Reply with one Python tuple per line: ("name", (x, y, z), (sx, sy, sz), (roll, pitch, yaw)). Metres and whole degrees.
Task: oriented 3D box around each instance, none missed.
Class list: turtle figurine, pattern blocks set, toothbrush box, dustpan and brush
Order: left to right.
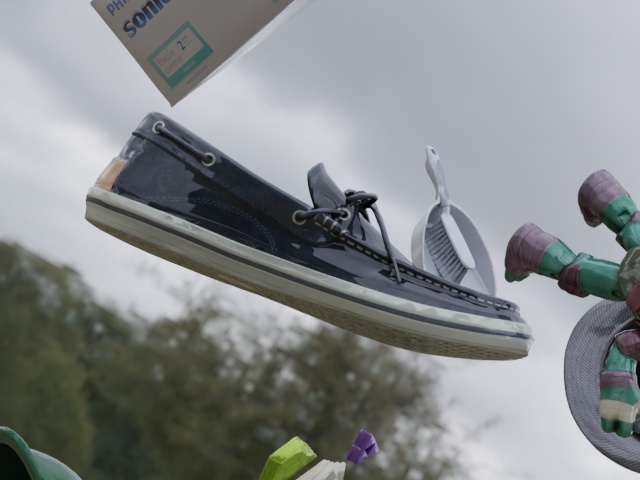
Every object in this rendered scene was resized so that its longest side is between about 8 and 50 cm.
("toothbrush box", (-0.032, -0.274, 1.728), (0.126, 0.295, 0.216), (52, -46, -3))
("pattern blocks set", (-0.041, 0.351, 2.322), (0.026, 0.325, 0.285), (33, -35, 30))
("dustpan and brush", (0.162, -0.022, 2.508), (0.147, 0.060, 0.211), (5, 56, -47))
("turtle figurine", (0.249, 0.048, 1.370), (0.234, 0.175, 0.118), (42, -40, 35))

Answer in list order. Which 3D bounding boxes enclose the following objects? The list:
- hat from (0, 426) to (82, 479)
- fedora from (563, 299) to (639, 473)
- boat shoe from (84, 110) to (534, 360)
("hat", (-0.263, 0.283, 2.162), (0.173, 0.183, 0.208), (48, -42, 36))
("fedora", (0.396, 0.166, 2.029), (0.275, 0.244, 0.124), (-10, -35, 4))
("boat shoe", (0.000, 0.000, 2.052), (0.500, 0.156, 0.187), (22, -9, 5))
